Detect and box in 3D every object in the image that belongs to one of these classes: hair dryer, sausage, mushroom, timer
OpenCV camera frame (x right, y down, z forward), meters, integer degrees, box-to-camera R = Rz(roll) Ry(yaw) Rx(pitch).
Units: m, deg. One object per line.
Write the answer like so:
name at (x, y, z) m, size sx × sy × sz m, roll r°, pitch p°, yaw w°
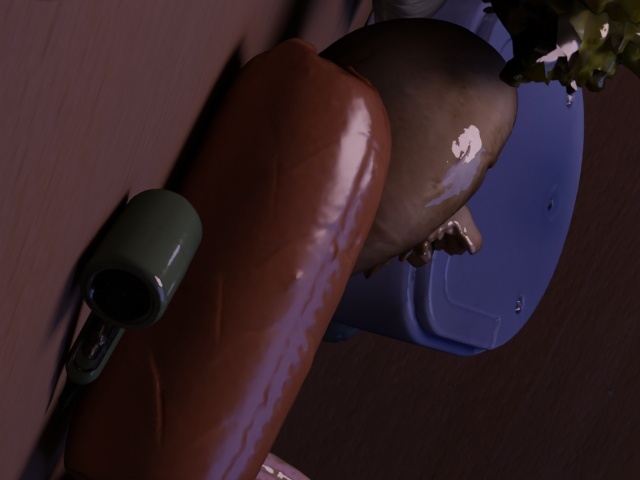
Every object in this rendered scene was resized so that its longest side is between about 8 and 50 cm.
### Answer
hair dryer at (-0.112, 0.044, 0.981) m, size 0.150 × 0.047 × 0.071 m, roll -60°, pitch -179°, yaw 38°
sausage at (-0.049, 0.024, 1.102) m, size 0.121 × 0.121 × 0.304 m, roll 95°, pitch 19°, yaw -79°
mushroom at (0.044, -0.052, 1.282) m, size 0.226 × 0.178 × 0.226 m, roll -41°, pitch -174°, yaw 6°
timer at (0.138, -0.066, 1.921) m, size 0.395 × 0.173 × 0.395 m, roll -29°, pitch 124°, yaw -54°

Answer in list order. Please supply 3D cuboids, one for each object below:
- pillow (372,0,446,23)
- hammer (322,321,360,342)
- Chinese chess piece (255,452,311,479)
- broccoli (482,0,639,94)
pillow at (0.090, -0.257, 1.527) m, size 0.254 × 0.078 × 0.144 m, roll 75°, pitch 40°, yaw -83°
hammer at (0.046, -0.054, 2.137) m, size 0.206 × 0.119 × 0.335 m, roll 111°, pitch -1°, yaw -50°
Chinese chess piece at (-0.067, 0.254, 1.196) m, size 0.112 × 0.270 × 0.270 m, roll -46°, pitch -174°, yaw 29°
broccoli at (0.174, -0.267, 1.199) m, size 0.324 × 0.272 × 0.334 m, roll 9°, pitch 61°, yaw -75°
